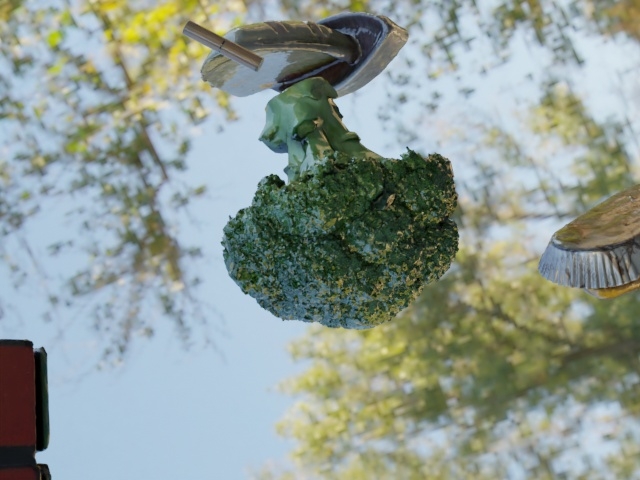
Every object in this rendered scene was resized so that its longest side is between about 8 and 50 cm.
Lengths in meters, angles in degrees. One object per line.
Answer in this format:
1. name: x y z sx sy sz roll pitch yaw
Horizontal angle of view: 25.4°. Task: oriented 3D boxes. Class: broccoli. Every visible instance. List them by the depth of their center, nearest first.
1. broccoli: 0.016 -0.039 1.475 0.270 0.270 0.270 13 -124 -63

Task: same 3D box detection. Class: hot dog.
1. hot dog: 0.367 0.001 1.686 0.268 0.144 0.075 -22 -62 -41

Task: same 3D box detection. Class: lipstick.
1. lipstick: -0.107 -0.214 1.562 0.094 0.019 0.019 28 -154 3

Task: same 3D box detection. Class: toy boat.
1. toy boat: -0.051 -0.263 2.018 0.293 0.276 0.111 -3 -99 -28

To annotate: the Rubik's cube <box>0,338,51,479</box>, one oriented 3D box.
1. Rubik's cube: -0.390 0.239 1.176 0.293 0.288 0.284 4 -107 -24
